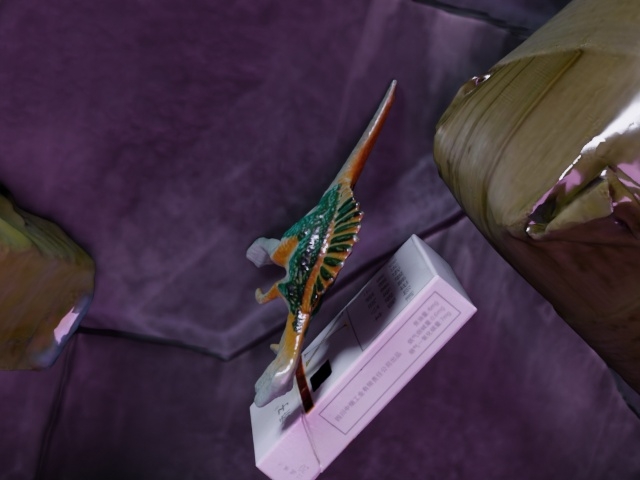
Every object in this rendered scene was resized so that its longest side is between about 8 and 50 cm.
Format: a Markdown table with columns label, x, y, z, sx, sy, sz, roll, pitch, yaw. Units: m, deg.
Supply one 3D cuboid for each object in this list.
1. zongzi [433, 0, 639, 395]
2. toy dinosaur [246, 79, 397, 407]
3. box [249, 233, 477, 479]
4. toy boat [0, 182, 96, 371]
| label | x | y | z | sx | sy | sz | roll | pitch | yaw |
| --- | --- | --- | --- | --- | --- | --- | --- | --- | --- |
| zongzi | 0.385 | -0.033 | 0.760 | 0.467 | 0.218 | 0.500 | -43 | 109 | 7 |
| toy dinosaur | 0.004 | 0.001 | 0.783 | 0.044 | 0.106 | 0.187 | 34 | 102 | -16 |
| box | 0.022 | 0.073 | 0.821 | 0.040 | 0.084 | 0.154 | 41 | 99 | -18 |
| toy boat | -0.257 | -0.008 | 0.760 | 0.276 | 0.084 | 0.111 | 31 | 100 | -15 |
